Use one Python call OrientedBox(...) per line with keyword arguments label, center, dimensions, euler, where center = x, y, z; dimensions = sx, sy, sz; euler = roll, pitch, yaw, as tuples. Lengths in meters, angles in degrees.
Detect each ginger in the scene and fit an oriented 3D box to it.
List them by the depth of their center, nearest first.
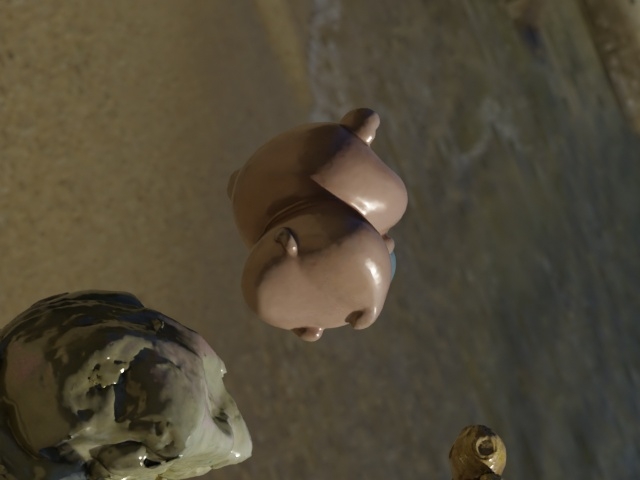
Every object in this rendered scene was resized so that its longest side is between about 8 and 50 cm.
OrientedBox(label="ginger", center=(0.095, 0.216, 1.202), dimensions=(0.052, 0.176, 0.193), euler=(-19, 97, -30))

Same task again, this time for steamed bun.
OrientedBox(label="steamed bun", center=(-0.229, 0.153, 1.744), dimensions=(0.280, 0.268, 0.207), euler=(33, 42, -70))

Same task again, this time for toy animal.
OrientedBox(label="toy animal", center=(-0.010, -0.009, 1.989), dimensions=(0.229, 0.210, 0.221), euler=(65, 20, -9))
